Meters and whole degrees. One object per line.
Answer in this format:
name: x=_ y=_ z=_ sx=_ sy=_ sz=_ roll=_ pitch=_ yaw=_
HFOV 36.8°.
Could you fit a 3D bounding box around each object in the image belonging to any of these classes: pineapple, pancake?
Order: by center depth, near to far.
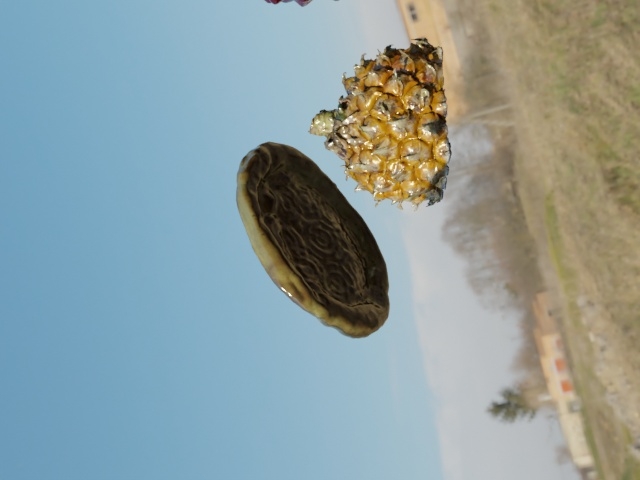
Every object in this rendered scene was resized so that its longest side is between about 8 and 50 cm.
pineapple: x=0.055 y=-0.117 z=0.987 sx=0.161 sy=0.136 sz=0.176 roll=-95 pitch=6 yaw=-72
pancake: x=-0.001 y=0.000 z=1.069 sx=0.250 sy=0.031 sz=0.250 roll=39 pitch=-150 yaw=-28

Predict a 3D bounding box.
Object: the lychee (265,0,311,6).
lychee: x=-0.042 y=-0.458 z=1.023 sx=0.424 sy=0.500 sz=0.425 roll=4 pitch=-95 yaw=-46
